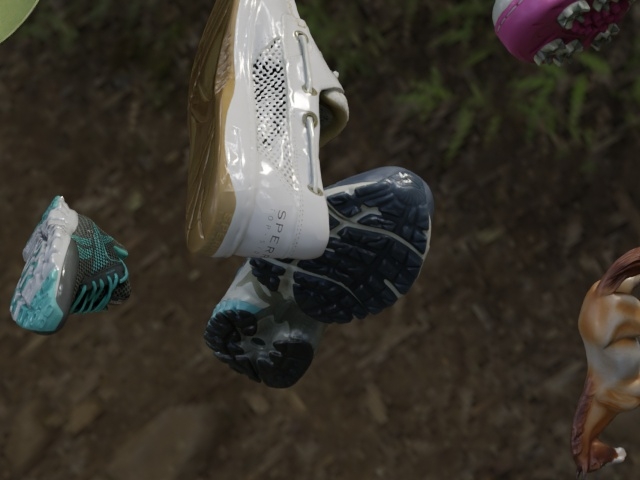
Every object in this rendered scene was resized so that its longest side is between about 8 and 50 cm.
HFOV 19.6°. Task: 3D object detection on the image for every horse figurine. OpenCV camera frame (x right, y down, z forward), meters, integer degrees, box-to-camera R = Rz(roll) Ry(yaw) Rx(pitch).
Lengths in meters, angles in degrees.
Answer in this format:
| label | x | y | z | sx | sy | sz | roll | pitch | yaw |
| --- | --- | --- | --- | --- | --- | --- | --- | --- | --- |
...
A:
| label | x | y | z | sx | sy | sz | roll | pitch | yaw |
| --- | --- | --- | --- | --- | --- | --- | --- | --- | --- |
| horse figurine | 0.327 | 0.106 | 1.921 | 0.174 | 0.263 | 0.066 | -15 | 30 | -19 |

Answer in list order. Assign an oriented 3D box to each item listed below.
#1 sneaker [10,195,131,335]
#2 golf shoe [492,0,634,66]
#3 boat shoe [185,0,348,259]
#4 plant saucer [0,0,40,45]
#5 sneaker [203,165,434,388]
| label | x | y | z | sx | sy | sz | roll | pitch | yaw |
| --- | --- | --- | --- | --- | --- | --- | --- | --- | --- |
| sneaker | -0.163 | 0.024 | 1.265 | 0.065 | 0.076 | 0.166 | -56 | 14 | 19 |
| golf shoe | 0.211 | -0.231 | 1.434 | 0.306 | 0.140 | 0.115 | -31 | -16 | -43 |
| boat shoe | -0.030 | -0.086 | 1.202 | 0.098 | 0.096 | 0.277 | 118 | 160 | -43 |
| plant saucer | -0.388 | -0.277 | 1.959 | 0.241 | 0.037 | 0.241 | -6 | 65 | 14 |
| sneaker | 0.000 | 0.000 | 1.397 | 0.283 | 0.110 | 0.122 | -41 | 21 | 52 |
